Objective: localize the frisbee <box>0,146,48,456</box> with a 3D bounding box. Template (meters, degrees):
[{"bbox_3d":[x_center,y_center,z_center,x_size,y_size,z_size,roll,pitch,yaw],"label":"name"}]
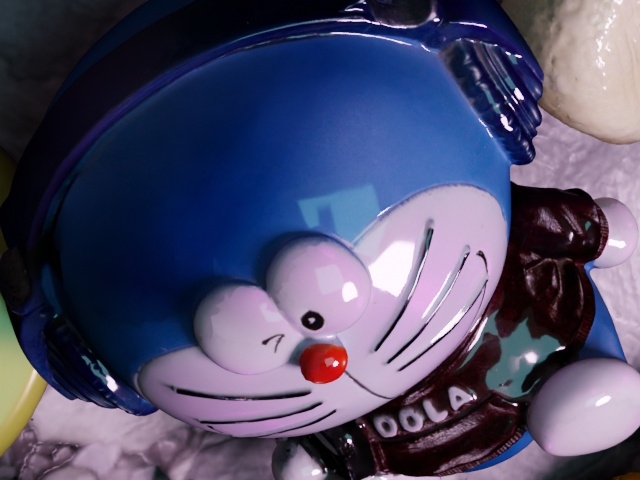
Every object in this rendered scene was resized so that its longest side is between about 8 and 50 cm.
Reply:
[{"bbox_3d":[-0.239,0.040,0.845,0.236,0.017,0.236,-7,108,-23],"label":"frisbee"}]

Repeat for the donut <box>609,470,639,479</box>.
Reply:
[{"bbox_3d":[0.213,0.228,1.088,0.190,0.074,0.174,20,94,-33],"label":"donut"}]

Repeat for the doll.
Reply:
[{"bbox_3d":[0.000,0.000,0.834,0.284,0.240,0.310,-39,137,18],"label":"doll"}]

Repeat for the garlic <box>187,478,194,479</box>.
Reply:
[{"bbox_3d":[-0.008,0.203,0.959,0.194,0.127,0.131,33,114,-1],"label":"garlic"}]

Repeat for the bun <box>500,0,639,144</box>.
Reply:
[{"bbox_3d":[0.179,-0.141,0.951,0.188,0.111,0.164,-40,135,-14],"label":"bun"}]
